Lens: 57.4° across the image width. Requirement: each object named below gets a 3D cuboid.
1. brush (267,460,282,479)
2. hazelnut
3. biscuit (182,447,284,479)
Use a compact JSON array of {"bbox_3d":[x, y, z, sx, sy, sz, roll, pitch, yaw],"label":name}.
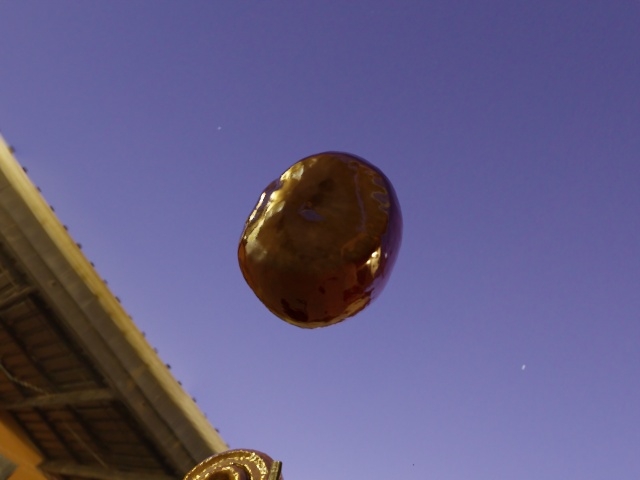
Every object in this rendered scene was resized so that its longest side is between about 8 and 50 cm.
[{"bbox_3d":[-0.100,0.538,1.161,0.034,0.190,0.027,-21,-44,41],"label":"brush"},{"bbox_3d":[0.000,0.000,1.317,0.359,0.409,0.359,18,-35,14],"label":"hazelnut"},{"bbox_3d":[-0.230,0.622,1.411,0.296,0.296,0.102,2,-61,35],"label":"biscuit"}]
